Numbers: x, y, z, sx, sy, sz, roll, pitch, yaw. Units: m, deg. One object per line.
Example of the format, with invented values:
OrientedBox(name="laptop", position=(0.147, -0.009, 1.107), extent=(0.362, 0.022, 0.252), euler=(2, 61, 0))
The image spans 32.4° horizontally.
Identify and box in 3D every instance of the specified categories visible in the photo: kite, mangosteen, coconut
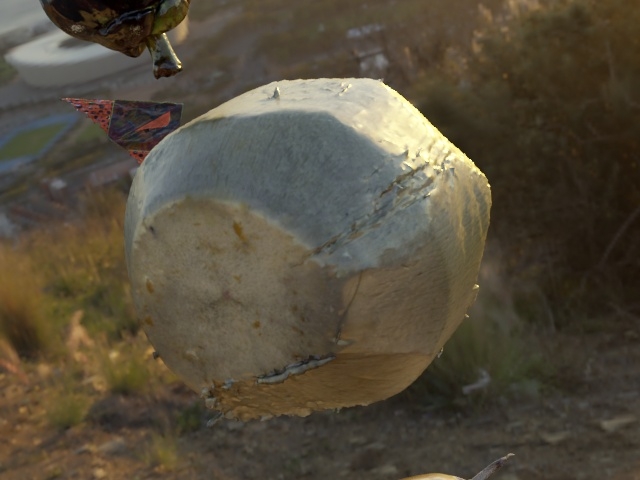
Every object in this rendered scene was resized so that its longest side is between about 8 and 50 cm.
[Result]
OrientedBox(name="kite", position=(-0.226, -0.153, 1.439), extent=(0.125, 0.008, 0.222), euler=(-34, 62, -32))
OrientedBox(name="mangosteen", position=(-0.229, -0.286, 1.241), extent=(0.172, 0.184, 0.172), euler=(-17, 58, 30))
OrientedBox(name="coconut", position=(0.000, 0.000, 1.109), extent=(0.346, 0.346, 0.360), euler=(-3, 19, 28))

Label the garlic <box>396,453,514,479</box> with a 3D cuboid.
OrientedBox(name="garlic", position=(0.105, 0.331, 1.330), extent=(0.266, 0.128, 0.148), euler=(-20, 42, 37))
